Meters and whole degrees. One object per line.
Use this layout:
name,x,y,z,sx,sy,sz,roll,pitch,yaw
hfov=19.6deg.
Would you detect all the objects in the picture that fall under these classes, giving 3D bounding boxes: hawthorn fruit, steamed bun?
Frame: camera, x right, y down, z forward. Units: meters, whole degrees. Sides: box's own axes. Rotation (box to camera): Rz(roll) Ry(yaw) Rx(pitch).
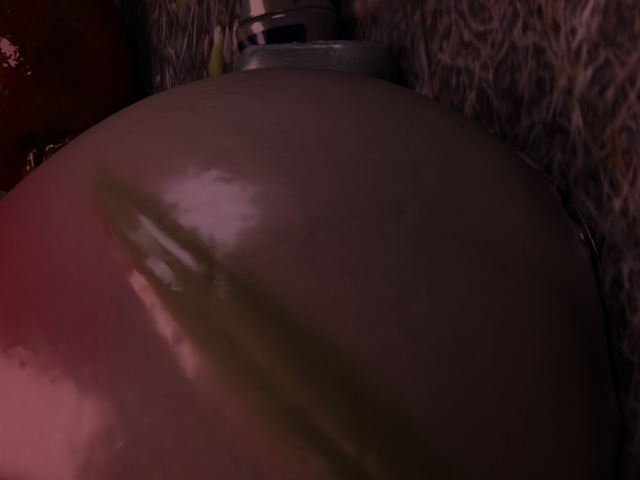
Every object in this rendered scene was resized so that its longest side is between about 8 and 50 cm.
hawthorn fruit,-0.255,-0.126,1.594,0.210,0.210,0.262,106,149,-47
steamed bun,-0.048,0.074,0.785,0.309,0.309,0.309,177,90,-74

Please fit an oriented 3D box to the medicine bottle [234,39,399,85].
medicine bottle,0.000,0.000,0.965,0.054,0.090,0.208,-14,-77,-66

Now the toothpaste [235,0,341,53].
toothpaste,-0.003,-0.038,1.037,0.096,0.061,0.266,168,93,-73
